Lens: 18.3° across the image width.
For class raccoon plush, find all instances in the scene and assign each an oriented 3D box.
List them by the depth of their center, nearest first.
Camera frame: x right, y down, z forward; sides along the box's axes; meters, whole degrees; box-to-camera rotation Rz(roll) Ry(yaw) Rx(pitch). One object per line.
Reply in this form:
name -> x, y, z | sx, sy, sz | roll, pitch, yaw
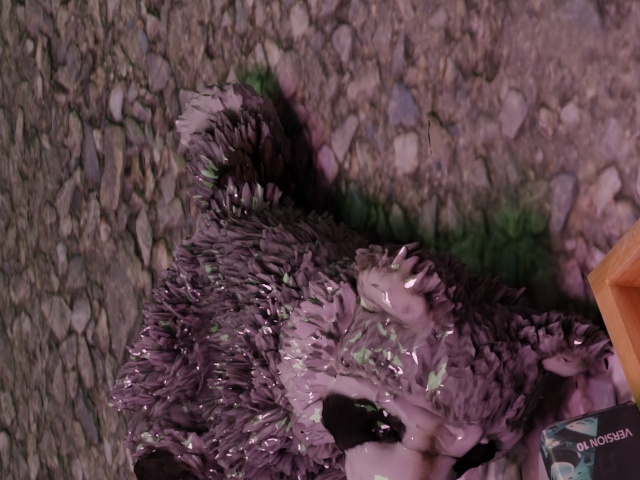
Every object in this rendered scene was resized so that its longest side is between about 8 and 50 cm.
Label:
raccoon plush -> 0.000, 0.000, 1.298 | 0.299, 0.216, 0.446 | -48, 52, 41

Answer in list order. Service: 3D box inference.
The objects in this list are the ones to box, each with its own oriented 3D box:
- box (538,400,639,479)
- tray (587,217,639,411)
box -> 0.186, 0.267, 1.018 | 0.232, 0.058, 0.322 | 74, 177, -66
tray -> 0.283, -0.016, 0.877 | 0.411, 0.076, 0.203 | -53, 43, 44
